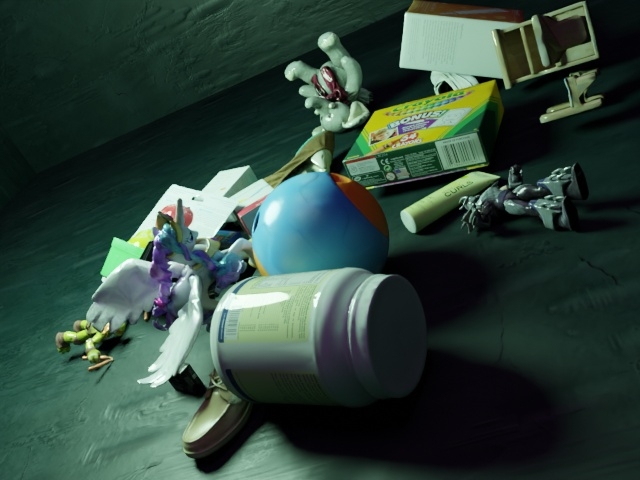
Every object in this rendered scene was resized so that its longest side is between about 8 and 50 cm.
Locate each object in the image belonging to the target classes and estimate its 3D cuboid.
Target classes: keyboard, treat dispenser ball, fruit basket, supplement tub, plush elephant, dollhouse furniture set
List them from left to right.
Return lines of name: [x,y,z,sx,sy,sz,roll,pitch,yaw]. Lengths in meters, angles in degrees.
fruit basket: [-0.412,0.010,1.851,0.327,0.165,0.353,15,59,43]
keyboard: [-0.294,0.077,1.600,0.033,0.317,0.201,52,122,38]
supplement tub: [-0.004,0.169,1.178,0.325,0.235,0.235,-7,33,35]
treat dispenser ball: [0.000,0.000,1.416,0.288,0.288,0.288,-22,27,12]
plush elephant: [0.037,-0.484,2.306,0.272,0.330,0.255,-20,48,45]
dollhouse furniture set: [0.552,-0.497,1.718,0.257,0.362,0.394,-13,10,28]

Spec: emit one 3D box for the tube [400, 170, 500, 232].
tube: [0.298,-0.101,1.576,0.240,0.062,0.070,-30,67,-15]

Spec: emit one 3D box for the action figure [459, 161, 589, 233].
action figure: [0.406,-0.087,1.407,0.285,0.099,0.185,0,47,50]

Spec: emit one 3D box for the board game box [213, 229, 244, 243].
board game box: [-0.335,0.034,1.937,0.210,0.047,0.160,6,43,48]

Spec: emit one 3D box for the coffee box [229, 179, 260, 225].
coffee box: [-0.226,-0.120,2.113,0.184,0.040,0.113,-39,28,-21]

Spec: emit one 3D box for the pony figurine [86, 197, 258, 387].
pony figurine: [-0.282,0.104,1.427,0.303,0.363,0.351,30,93,32]

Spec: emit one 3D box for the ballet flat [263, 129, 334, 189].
ballet flat: [-0.053,-0.203,2.043,0.342,0.116,0.124,-39,49,-20]

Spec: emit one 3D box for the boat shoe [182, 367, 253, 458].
boat shoe: [-0.175,0.278,1.299,0.109,0.098,0.302,-3,36,41]

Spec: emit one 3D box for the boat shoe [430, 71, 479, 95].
boat shoe: [0.401,-0.482,2.118,0.088,0.096,0.267,-27,35,-7]

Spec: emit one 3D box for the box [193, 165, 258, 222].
box: [-0.281,-0.136,2.046,0.130,0.091,0.170,-5,36,36]

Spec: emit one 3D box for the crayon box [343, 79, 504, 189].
crayon box: [0.279,-0.279,1.787,0.363,0.106,0.313,-9,31,28]

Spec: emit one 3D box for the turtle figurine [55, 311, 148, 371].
turtle figurine: [-0.588,0.243,1.762,0.217,0.087,0.269,-13,30,28]

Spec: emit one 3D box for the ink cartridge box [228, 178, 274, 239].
ink cartridge box: [-0.163,-0.071,1.872,0.127,0.128,0.176,-32,27,-8]

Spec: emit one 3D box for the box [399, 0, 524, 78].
box: [0.434,-0.618,2.068,0.346,0.168,0.215,9,30,9]

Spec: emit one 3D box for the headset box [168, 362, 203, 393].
headset box: [-0.298,0.289,1.437,0.083,0.062,0.032,0,37,41]
